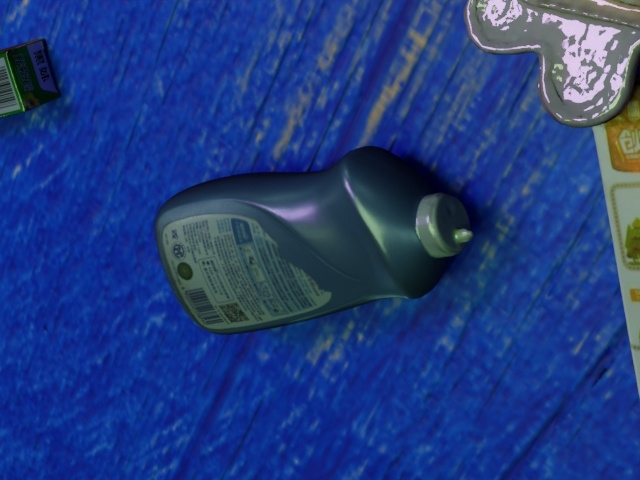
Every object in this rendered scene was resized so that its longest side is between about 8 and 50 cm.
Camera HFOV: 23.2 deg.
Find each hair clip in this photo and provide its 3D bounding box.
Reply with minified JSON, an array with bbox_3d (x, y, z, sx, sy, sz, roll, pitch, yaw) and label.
[{"bbox_3d":[0.173,-0.106,0.702,0.257,0.075,0.146,24,108,46],"label":"hair clip"}]

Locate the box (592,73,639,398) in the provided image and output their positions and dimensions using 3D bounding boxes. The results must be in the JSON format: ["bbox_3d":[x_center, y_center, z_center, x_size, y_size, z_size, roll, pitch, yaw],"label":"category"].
[{"bbox_3d":[0.206,0.024,0.768,0.122,0.032,0.220,-2,107,38],"label":"box"}]

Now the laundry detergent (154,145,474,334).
[{"bbox_3d":[-0.001,0.000,0.896,0.206,0.061,0.096,-9,99,39],"label":"laundry detergent"}]

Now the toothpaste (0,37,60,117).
[{"bbox_3d":[-0.253,-0.099,1.067,0.178,0.037,0.043,-8,106,39],"label":"toothpaste"}]
